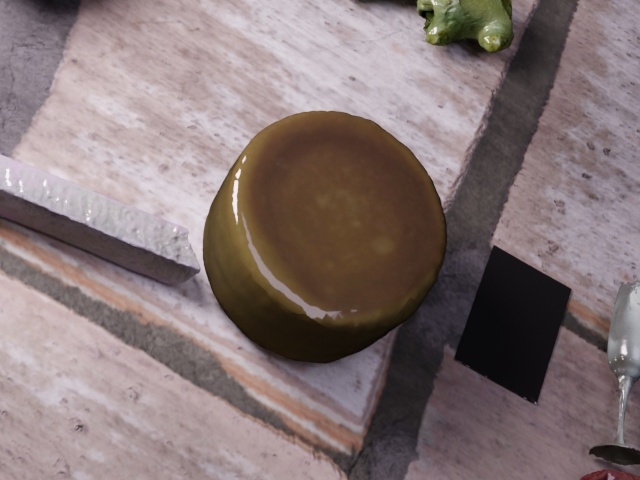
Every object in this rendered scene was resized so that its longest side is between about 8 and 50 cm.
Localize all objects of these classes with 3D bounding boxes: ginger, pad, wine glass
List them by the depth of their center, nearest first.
[{"bbox_3d":[0.256,0.108,1.717,0.127,0.004,0.190,30,58,-9],"label":"pad"},{"bbox_3d":[0.406,0.167,1.723,0.074,0.074,0.262,24,58,-13],"label":"wine glass"},{"bbox_3d":[0.149,-0.351,1.843,0.290,0.089,0.137,30,75,-14],"label":"ginger"}]

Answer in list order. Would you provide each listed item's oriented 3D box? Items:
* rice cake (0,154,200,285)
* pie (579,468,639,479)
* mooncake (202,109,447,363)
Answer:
[{"bbox_3d":[-0.306,-0.040,1.482,0.365,0.072,0.056,22,56,-14],"label":"rice cake"},{"bbox_3d":[0.375,0.396,1.605,0.204,0.054,0.218,35,54,-6],"label":"pie"},{"bbox_3d":[0.000,0.000,1.558,0.284,0.155,0.284,10,65,-21],"label":"mooncake"}]
